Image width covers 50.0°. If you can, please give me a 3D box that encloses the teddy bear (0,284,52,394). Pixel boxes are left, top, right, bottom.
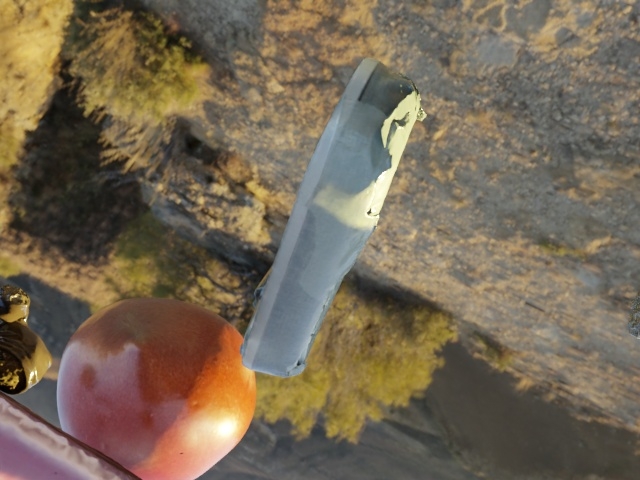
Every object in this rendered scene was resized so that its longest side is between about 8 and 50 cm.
[{"bbox_3d":[-0.307,0.069,0.612,0.160,0.119,0.078,40,-155,-4],"label":"teddy bear"}]

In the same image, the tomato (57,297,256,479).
[{"bbox_3d":[-0.263,0.230,1.098,0.321,0.321,0.321,29,164,9],"label":"tomato"}]

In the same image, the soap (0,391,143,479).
[{"bbox_3d":[-0.278,0.146,0.472,0.233,0.128,0.359,16,151,35],"label":"soap"}]

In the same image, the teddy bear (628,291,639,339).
[{"bbox_3d":[0.705,0.092,0.994,0.368,0.357,0.224,26,-164,-7],"label":"teddy bear"}]

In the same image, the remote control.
[{"bbox_3d":[0.000,0.000,0.430,0.052,0.104,0.247,25,136,2],"label":"remote control"}]
